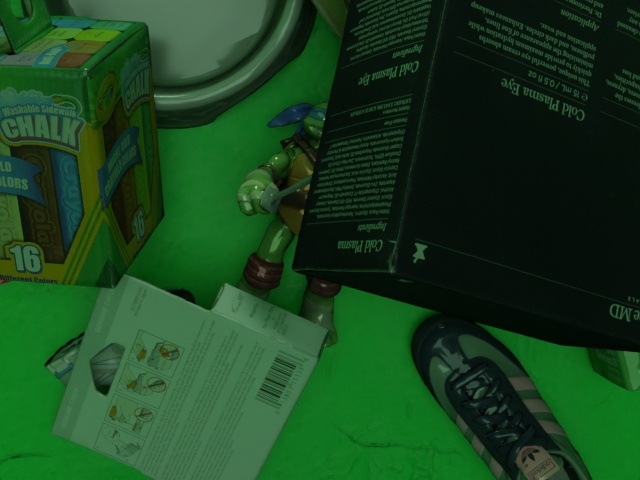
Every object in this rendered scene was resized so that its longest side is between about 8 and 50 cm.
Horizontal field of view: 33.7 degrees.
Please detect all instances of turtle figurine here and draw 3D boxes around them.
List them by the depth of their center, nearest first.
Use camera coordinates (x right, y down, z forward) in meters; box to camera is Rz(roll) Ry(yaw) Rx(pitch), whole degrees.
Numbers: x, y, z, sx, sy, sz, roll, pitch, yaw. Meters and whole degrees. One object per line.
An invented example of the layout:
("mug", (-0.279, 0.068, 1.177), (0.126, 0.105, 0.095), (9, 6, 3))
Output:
("turtle figurine", (0.000, 0.000, 1.143), (0.274, 0.197, 0.266), (32, 116, 33))

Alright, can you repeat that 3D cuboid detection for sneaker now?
("sneaker", (-0.219, 0.124, 1.230), (0.190, 0.071, 0.083), (-30, 104, 8))
("sneaker", (0.228, 0.220, 1.231), (0.112, 0.131, 0.319), (-40, 97, 2))

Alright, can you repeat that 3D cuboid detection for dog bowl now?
("dog bowl", (-0.168, -0.297, 1.165), (0.348, 0.102, 0.349), (0, 97, -4))

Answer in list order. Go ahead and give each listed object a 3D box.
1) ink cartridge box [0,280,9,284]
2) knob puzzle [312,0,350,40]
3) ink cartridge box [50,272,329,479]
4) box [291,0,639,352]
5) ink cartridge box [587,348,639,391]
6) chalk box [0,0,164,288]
("ink cartridge box", (-0.368, -0.070, 1.201), (0.189, 0.066, 0.232), (-18, 93, -1))
("knob puzzle", (0.012, -0.286, 1.144), (0.030, 0.213, 0.213), (-16, 98, 27))
("ink cartridge box", (-0.151, 0.161, 1.177), (0.238, 0.060, 0.275), (25, 124, -2))
("box", (0.185, -0.080, 0.987), (0.343, 0.179, 0.313), (17, 80, -27))
("ink cartridge box", (0.393, -0.001, 1.222), (0.211, 0.121, 0.289), (-18, 97, -2))
("chalk box", (-0.271, -0.123, 1.050), (0.179, 0.180, 0.289), (5, 118, 9))
